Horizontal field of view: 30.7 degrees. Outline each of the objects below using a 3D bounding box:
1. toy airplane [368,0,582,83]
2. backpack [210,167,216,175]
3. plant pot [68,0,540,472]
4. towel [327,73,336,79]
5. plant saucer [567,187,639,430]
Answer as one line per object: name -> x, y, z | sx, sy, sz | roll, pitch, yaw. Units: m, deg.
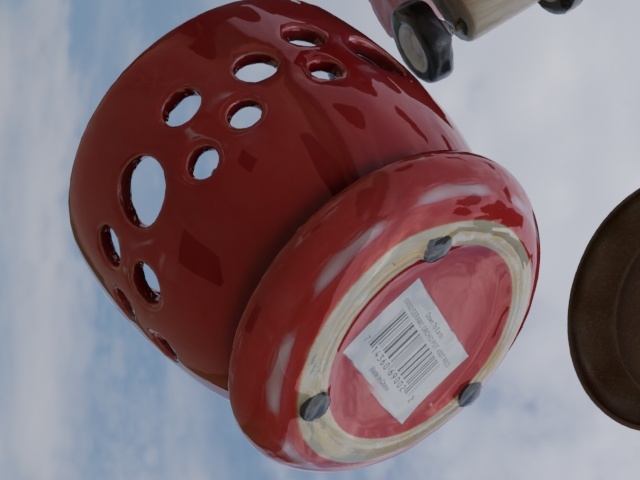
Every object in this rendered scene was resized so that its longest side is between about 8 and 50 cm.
toy airplane -> 0.059, -0.322, 0.748 | 0.384, 0.386, 0.272 | -51, -121, 25
backpack -> -0.022, -0.043, 0.948 | 0.120, 0.098, 0.101 | -20, -131, 32
plant pot -> 0.000, 0.000, 0.566 | 0.174, 0.191, 0.191 | 40, -54, 40
towel -> 0.041, -0.072, 0.755 | 0.119, 0.029, 0.067 | 61, 6, 11
plant saucer -> 0.270, 0.048, 0.878 | 0.198, 0.036, 0.198 | -30, -128, 48
